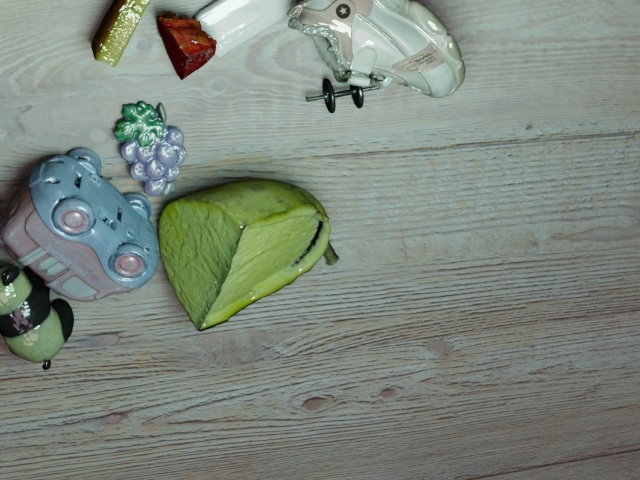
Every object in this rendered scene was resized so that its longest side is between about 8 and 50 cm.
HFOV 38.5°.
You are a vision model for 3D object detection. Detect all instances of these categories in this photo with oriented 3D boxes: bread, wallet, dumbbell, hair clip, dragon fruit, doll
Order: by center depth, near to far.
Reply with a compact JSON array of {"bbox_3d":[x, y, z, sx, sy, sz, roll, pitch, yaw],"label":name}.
[{"bbox_3d":[-0.323,-0.411,1.572,0.049,0.088,0.226,24,112,-26],"label":"bread"},{"bbox_3d":[-0.236,-0.359,1.615,0.083,0.162,0.106,-32,91,-8],"label":"dragon fruit"},{"bbox_3d":[-0.132,-0.415,1.661,0.190,0.033,0.095,-32,125,4],"label":"wallet"},{"bbox_3d":[-0.319,-0.177,1.745,0.124,0.052,0.195,-27,116,-12],"label":"hair clip"},{"bbox_3d":[0.044,-0.284,1.771,0.147,0.069,0.069,-12,123,-9],"label":"dumbbell"},{"bbox_3d":[-0.583,0.138,1.796,0.144,0.135,0.234,-26,120,-3],"label":"doll"}]

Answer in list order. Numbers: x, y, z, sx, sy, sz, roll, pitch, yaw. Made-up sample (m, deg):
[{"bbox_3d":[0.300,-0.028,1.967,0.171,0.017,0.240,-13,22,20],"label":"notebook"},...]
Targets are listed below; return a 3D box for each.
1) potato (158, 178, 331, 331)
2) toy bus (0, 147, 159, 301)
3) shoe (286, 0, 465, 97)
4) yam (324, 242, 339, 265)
[{"bbox_3d":[-0.141,-0.026,1.814,0.280,0.212,0.330,-18,150,-36],"label":"potato"},{"bbox_3d":[-0.459,-0.007,1.720,0.232,0.197,0.294,-34,125,17],"label":"toy bus"},{"bbox_3d":[0.097,-0.364,1.675,0.351,0.172,0.198,43,91,-20],"label":"shoe"},{"bbox_3d":[0.000,0.000,1.954,0.033,0.027,0.129,-31,123,1],"label":"yam"}]
